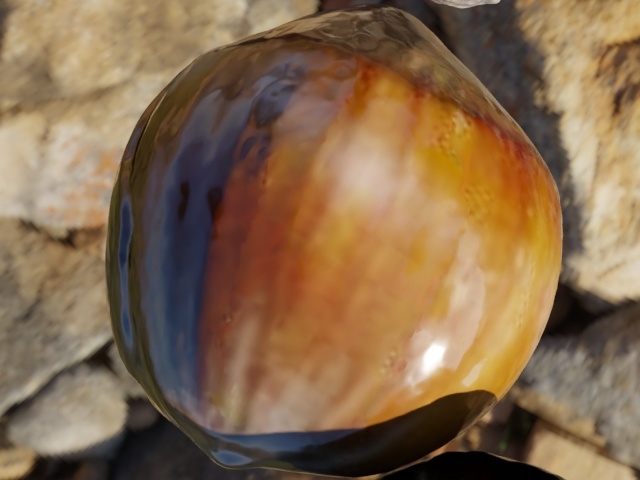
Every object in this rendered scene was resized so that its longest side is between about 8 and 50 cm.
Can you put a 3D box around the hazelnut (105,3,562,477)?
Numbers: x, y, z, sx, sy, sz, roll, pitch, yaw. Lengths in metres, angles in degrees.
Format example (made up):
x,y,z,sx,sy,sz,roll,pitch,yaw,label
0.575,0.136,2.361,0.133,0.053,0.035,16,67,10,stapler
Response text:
x,y,z,sx,sy,sz,roll,pitch,yaw,label
0.000,0.000,1.489,0.372,0.372,0.315,-13,148,24,hazelnut

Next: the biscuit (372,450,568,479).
x,y,z,sx,sy,sz,roll,pitch,yaw,label
0.079,0.344,1.389,0.407,0.407,0.091,-32,129,27,biscuit

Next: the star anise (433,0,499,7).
x,y,z,sx,sy,sz,roll,pitch,yaw,label
-0.022,-0.200,1.297,0.227,0.148,0.218,-30,97,5,star anise
